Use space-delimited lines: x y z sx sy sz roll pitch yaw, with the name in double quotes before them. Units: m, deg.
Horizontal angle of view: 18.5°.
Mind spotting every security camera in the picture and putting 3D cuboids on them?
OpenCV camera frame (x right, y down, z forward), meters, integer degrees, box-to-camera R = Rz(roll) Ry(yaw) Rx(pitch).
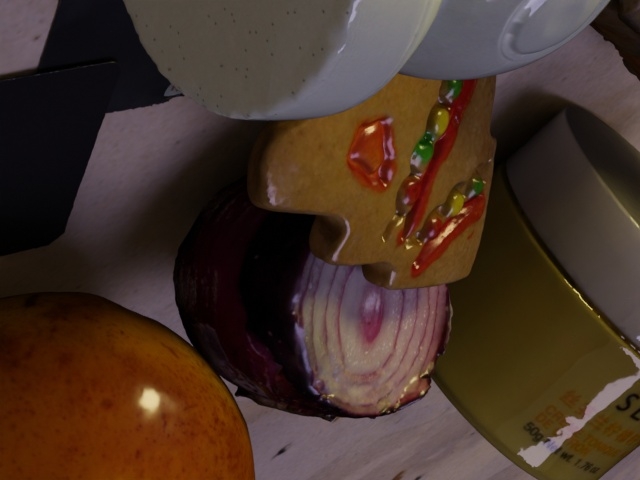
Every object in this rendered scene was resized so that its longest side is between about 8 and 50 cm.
"security camera" 0.042 -0.159 0.919 0.236 0.194 0.194 -11 145 -38

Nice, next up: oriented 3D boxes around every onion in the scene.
"onion" 0.000 0.000 1.223 0.195 0.139 0.218 18 82 -47

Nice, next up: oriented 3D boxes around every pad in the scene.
"pad" -0.175 -0.037 1.076 0.112 0.003 0.157 -13 147 -33
"pad" -0.086 -0.132 1.023 0.116 0.004 0.193 -14 148 -34

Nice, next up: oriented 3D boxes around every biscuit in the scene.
"biscuit" 0.050 -0.056 1.133 0.212 0.041 0.239 -55 138 -26

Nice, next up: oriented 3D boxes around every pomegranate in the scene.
"pomegranate" -0.163 0.158 1.137 0.264 0.264 0.264 -28 153 -15

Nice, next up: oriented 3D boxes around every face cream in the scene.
"face cream" 0.183 0.042 1.401 0.179 0.218 0.218 -43 153 18

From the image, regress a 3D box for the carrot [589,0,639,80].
"carrot" 0.224 -0.164 1.213 0.138 0.139 0.302 -40 162 9
